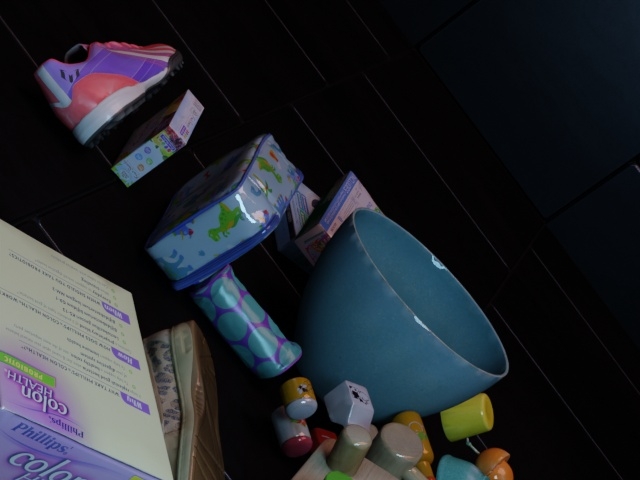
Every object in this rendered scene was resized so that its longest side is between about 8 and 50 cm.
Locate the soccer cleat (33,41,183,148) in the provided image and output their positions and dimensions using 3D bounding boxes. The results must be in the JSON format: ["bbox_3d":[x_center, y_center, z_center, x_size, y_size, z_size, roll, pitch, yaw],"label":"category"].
[{"bbox_3d":[-0.269,-0.219,2.054,0.116,0.108,0.318,47,23,-7],"label":"soccer cleat"}]

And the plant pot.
[{"bbox_3d":[0.077,0.128,2.087,0.290,0.195,0.290,42,16,-15],"label":"plant pot"}]

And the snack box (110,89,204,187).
[{"bbox_3d":[-0.208,-0.133,2.042,0.037,0.100,0.141,49,20,-15],"label":"snack box"}]

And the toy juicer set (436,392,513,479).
[{"bbox_3d":[0.200,0.382,2.158,0.329,0.089,0.209,-79,151,-47],"label":"toy juicer set"}]

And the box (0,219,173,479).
[{"bbox_3d":[-0.267,0.126,1.462,0.213,0.117,0.243,34,27,-43],"label":"box"}]

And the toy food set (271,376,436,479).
[{"bbox_3d":[0.034,0.252,1.931,0.232,0.111,0.104,25,35,-43],"label":"toy food set"}]

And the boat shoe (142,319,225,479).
[{"bbox_3d":[-0.156,0.206,1.650,0.285,0.089,0.104,-96,170,-50],"label":"boat shoe"}]

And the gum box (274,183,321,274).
[{"bbox_3d":[0.000,0.000,2.373,0.184,0.041,0.157,38,26,-35],"label":"gum box"}]

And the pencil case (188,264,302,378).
[{"bbox_3d":[-0.093,0.101,1.966,0.151,0.064,0.070,51,36,-9],"label":"pencil case"}]

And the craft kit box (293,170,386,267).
[{"bbox_3d":[0.078,0.041,2.347,0.246,0.061,0.250,50,22,-7],"label":"craft kit box"}]

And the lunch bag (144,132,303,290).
[{"bbox_3d":[-0.122,-0.037,1.973,0.090,0.176,0.219,54,21,-15],"label":"lunch bag"}]

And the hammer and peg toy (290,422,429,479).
[{"bbox_3d":[0.088,0.319,1.700,0.266,0.127,0.361,32,33,11],"label":"hammer and peg toy"}]
